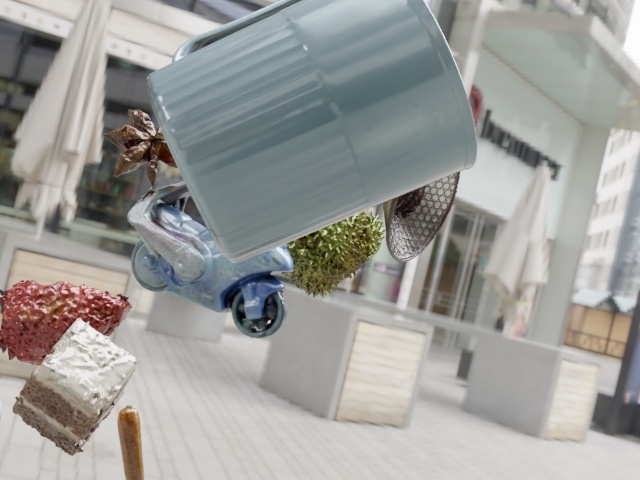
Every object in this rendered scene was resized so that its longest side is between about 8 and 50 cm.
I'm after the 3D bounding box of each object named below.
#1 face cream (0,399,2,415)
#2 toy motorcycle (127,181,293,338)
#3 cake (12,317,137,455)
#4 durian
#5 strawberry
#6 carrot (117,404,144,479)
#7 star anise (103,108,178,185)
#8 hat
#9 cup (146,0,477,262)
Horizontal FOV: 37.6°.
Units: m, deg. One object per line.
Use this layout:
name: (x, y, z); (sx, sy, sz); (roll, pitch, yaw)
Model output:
face cream: (-0.716, 0.264, 1.652); (0.249, 0.225, 0.249); (-12, 27, 6)
toy motorcycle: (-0.182, 0.012, 1.620); (0.319, 0.241, 0.182); (22, 29, 17)
cake: (-0.362, 0.218, 1.409); (0.135, 0.147, 0.135); (39, 41, -6)
durian: (0.001, -0.001, 1.844); (0.176, 0.200, 0.237); (41, -29, -14)
strawberry: (-0.425, 0.152, 1.570); (0.228, 0.098, 0.174); (2, -44, 6)
carrot: (-0.347, 0.428, 1.756); (0.043, 0.247, 0.043); (-6, 6, 1)
star anise: (-0.396, -0.227, 2.197); (0.213, 0.111, 0.196); (-5, 44, -14)
hat: (0.124, -0.071, 1.388); (0.082, 0.193, 0.193); (27, 5, 28)
cup: (-0.030, -0.171, 1.102); (0.311, 0.331, 0.257); (-25, -14, -4)
